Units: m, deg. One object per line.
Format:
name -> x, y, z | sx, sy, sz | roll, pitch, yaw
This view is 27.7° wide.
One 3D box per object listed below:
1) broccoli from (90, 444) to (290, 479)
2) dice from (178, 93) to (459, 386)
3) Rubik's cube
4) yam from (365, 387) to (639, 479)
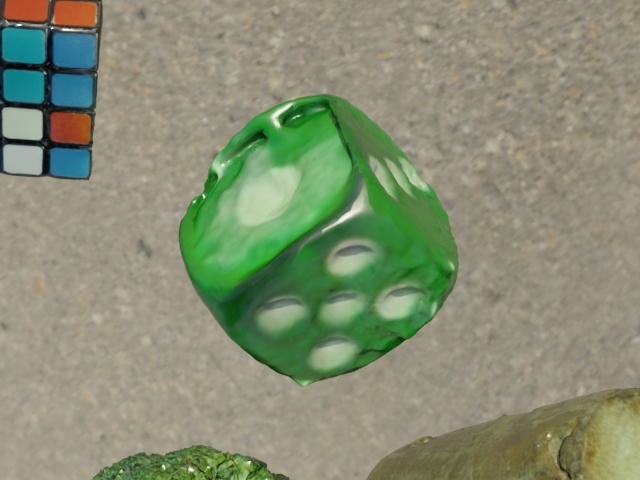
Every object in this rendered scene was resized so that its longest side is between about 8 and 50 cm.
broccoli -> -0.116, 0.282, 1.011 | 0.261, 0.269, 0.241 | -53, 38, 16
dice -> 0.000, 0.000, 0.782 | 0.131, 0.120, 0.128 | -38, 41, 15
Rubik's cube -> -0.253, -0.156, 1.054 | 0.151, 0.155, 0.154 | 2, 133, -10
yam -> 0.158, 0.200, 0.901 | 0.304, 0.168, 0.168 | -27, 94, 51
